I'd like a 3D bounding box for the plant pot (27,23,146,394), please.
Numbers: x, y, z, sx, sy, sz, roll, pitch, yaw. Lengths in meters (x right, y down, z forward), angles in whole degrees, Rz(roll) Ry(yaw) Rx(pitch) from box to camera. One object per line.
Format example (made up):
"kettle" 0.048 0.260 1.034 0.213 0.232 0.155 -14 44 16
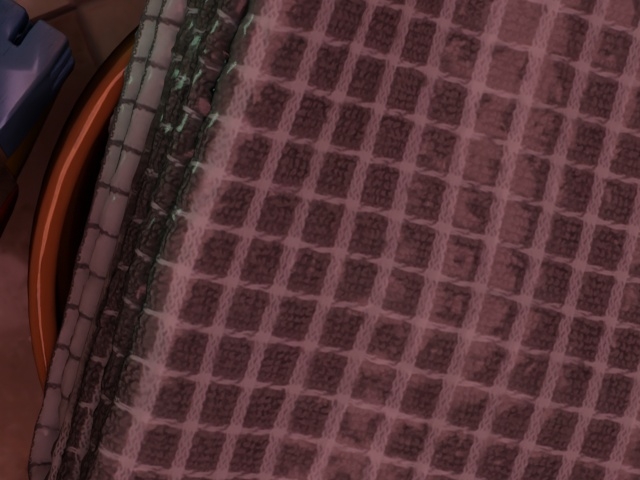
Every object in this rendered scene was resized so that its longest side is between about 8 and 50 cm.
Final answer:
"plant pot" 0.000 0.000 0.750 0.291 0.203 0.290 -3 103 -14

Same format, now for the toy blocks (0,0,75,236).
"toy blocks" -0.201 -0.008 0.625 0.191 0.381 0.261 33 81 0

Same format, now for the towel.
"towel" 0.036 0.007 0.590 0.235 0.121 0.283 14 98 -18
